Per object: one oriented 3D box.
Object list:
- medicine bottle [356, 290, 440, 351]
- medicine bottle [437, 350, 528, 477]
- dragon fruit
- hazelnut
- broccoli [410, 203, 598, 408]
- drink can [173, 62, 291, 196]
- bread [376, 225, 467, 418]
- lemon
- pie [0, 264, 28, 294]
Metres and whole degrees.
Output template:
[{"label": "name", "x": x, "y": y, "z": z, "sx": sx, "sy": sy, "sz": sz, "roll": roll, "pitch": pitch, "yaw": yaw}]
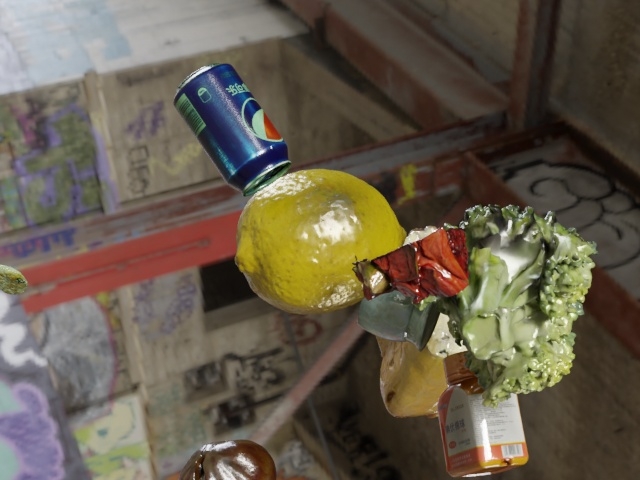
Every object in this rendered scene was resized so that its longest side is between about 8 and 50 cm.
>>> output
[{"label": "medicine bottle", "x": 0.159, "y": 0.125, "z": 2.055, "sx": 0.143, "sy": 0.147, "sz": 0.147, "roll": 20, "pitch": -43, "yaw": 14}, {"label": "medicine bottle", "x": 0.297, "y": 0.324, "z": 2.010, "sx": 0.149, "sy": 0.112, "sz": 0.222, "roll": 136, "pitch": -50, "yaw": -61}, {"label": "dragon fruit", "x": 0.124, "y": 0.023, "z": 1.599, "sx": 0.192, "sy": 0.122, "sz": 0.092, "roll": -15, "pitch": -44, "yaw": 37}, {"label": "hazelnut", "x": -0.237, "y": 0.594, "z": 2.700, "sx": 0.217, "sy": 0.251, "sz": 0.217, "roll": -18, "pitch": 90, "yaw": -80}, {"label": "broccoli", "x": 0.286, "y": 0.113, "z": 1.776, "sx": 0.281, "sy": 0.293, "sz": 0.348, "roll": -28, "pitch": 129, "yaw": -72}, {"label": "drink can", "x": -0.140, "y": -0.177, "z": 1.712, "sx": 0.205, "sy": 0.118, "sz": 0.118, "roll": 56, "pitch": -23, "yaw": 6}, {"label": "bread", "x": 0.265, "y": 0.215, "z": 2.499, "sx": 0.394, "sy": 0.250, "sz": 0.361, "roll": 111, "pitch": -24, "yaw": -46}, {"label": "lemon", "x": 0.000, "y": 0.000, "z": 1.821, "sx": 0.253, "sy": 0.310, "sz": 0.253, "roll": 170, "pitch": -90, "yaw": -72}, {"label": "pie", "x": -0.608, "y": 0.077, "z": 2.082, "sx": 0.085, "sy": 0.085, "sz": 0.017, "roll": 103, "pitch": 3, "yaw": -53}]
